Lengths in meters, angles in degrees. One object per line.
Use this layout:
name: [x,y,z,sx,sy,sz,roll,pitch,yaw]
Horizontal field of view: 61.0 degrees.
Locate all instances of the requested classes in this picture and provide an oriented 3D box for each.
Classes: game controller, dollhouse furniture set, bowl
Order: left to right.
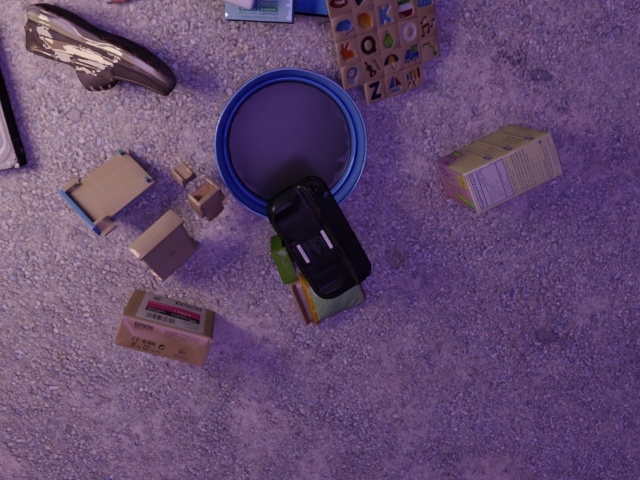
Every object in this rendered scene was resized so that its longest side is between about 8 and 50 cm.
dollhouse furniture set: [-0.448,-0.097,1.404,0.303,0.198,0.286,42,74,12]
bowl: [-0.076,-0.243,1.405,0.391,0.077,0.391,-3,108,-8]
game controller: [0.000,0.000,1.366,0.166,0.067,0.319,-29,111,5]
dollhouse furniture set: [0.007,0.105,1.487,0.197,0.151,0.301,-22,109,-1]

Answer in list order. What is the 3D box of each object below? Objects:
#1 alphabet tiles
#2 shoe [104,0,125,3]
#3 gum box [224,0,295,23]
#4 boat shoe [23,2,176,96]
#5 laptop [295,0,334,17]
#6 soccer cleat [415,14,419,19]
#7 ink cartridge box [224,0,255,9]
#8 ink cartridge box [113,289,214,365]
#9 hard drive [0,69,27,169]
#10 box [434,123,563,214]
alphabet tiles: [0.159,-0.519,1.316,0.285,0.011,0.342,-23,123,-14]
shoe: [-0.467,-0.635,1.232,0.081,0.063,0.178,-9,114,-7]
gum box: [-0.135,-0.592,1.227,0.157,0.041,0.184,4,106,5]
boat shoe: [-0.512,-0.419,1.271,0.355,0.132,0.130,26,112,-7]
laptop: [-0.098,-0.652,1.236,0.264,0.136,0.234,4,107,-22]
soccer cleat: [0.168,-0.576,1.348,0.179,0.060,0.072,-2,99,-14]
ink cartridge box: [-0.256,-0.692,1.117,0.330,0.071,0.324,15,107,-13]
ink cartridge box: [-0.406,0.229,1.444,0.234,0.193,0.088,18,102,-14]
hard drive: [-0.861,-0.323,1.271,0.237,0.064,0.339,-8,108,-6]
box: [0.459,-0.192,1.426,0.243,0.213,0.117,-25,109,0]
